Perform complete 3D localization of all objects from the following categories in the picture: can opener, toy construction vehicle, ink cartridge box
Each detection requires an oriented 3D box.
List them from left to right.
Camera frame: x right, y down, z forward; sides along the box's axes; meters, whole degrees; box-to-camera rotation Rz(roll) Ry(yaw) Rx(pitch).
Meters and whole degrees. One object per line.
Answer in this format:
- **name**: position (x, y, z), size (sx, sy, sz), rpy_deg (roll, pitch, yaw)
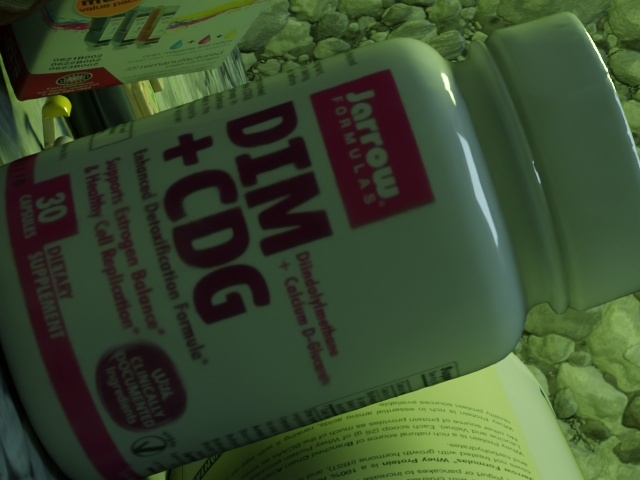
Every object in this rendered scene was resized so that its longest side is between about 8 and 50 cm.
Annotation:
- **toy construction vehicle**: position (-0.137, -0.023, 0.882), size (0.086, 0.035, 0.098), rpy_deg (-88, 160, -51)
- **can opener**: position (-0.152, -0.106, 0.989), size (0.059, 0.073, 0.186), rpy_deg (26, -31, 32)
- **ink cartridge box**: position (-0.099, -0.170, 0.810), size (0.176, 0.128, 0.127), rpy_deg (-41, -116, 63)

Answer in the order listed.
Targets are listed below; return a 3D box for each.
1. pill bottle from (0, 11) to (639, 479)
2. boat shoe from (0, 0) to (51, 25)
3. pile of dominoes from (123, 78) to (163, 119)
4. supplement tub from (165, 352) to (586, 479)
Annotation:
- **pill bottle**: position (0.000, 0.000, 0.723), size (0.160, 0.283, 0.160), rpy_deg (-18, 90, -88)
- **boat shoe**: position (-0.138, -0.144, 0.549), size (0.324, 0.119, 0.123), rpy_deg (-66, 139, -88)
- **pile of dominoes**: position (-0.136, -0.075, 1.186), size (0.196, 0.040, 0.251), rpy_deg (71, 2, -46)
- **supplement tub**: position (0.039, 0.194, 0.783), size (0.325, 0.235, 0.235), rpy_deg (-103, 175, -67)
